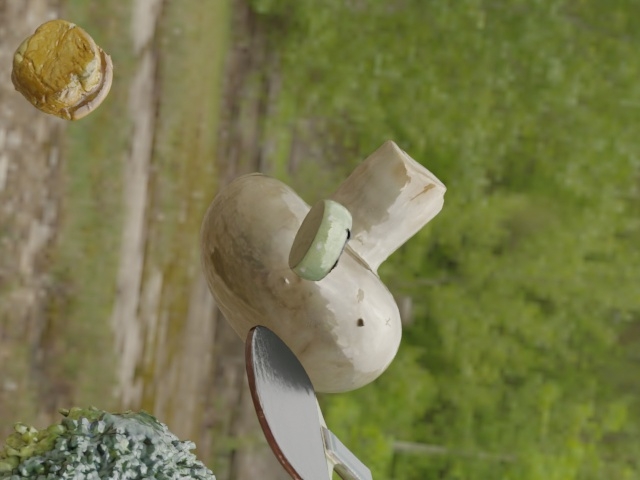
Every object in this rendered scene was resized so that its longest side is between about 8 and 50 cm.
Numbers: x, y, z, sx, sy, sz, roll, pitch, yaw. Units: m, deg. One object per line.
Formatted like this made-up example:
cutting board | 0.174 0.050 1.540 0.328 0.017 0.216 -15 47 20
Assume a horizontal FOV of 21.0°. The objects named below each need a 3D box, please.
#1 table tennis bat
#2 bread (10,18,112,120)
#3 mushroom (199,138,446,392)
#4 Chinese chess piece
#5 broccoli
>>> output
table tennis bat | -0.010 0.197 1.822 0.301 0.022 0.173 51 23 -52
bread | -0.211 -0.139 1.406 0.046 0.083 0.081 80 18 -65
mushroom | 0.016 0.019 2.055 0.290 0.292 0.292 -40 171 -10
Chinese chess piece | 0.000 0.000 1.719 0.084 0.034 0.084 -56 -162 28
broccoli | -0.155 0.212 1.119 0.198 0.226 0.176 57 -17 -9
